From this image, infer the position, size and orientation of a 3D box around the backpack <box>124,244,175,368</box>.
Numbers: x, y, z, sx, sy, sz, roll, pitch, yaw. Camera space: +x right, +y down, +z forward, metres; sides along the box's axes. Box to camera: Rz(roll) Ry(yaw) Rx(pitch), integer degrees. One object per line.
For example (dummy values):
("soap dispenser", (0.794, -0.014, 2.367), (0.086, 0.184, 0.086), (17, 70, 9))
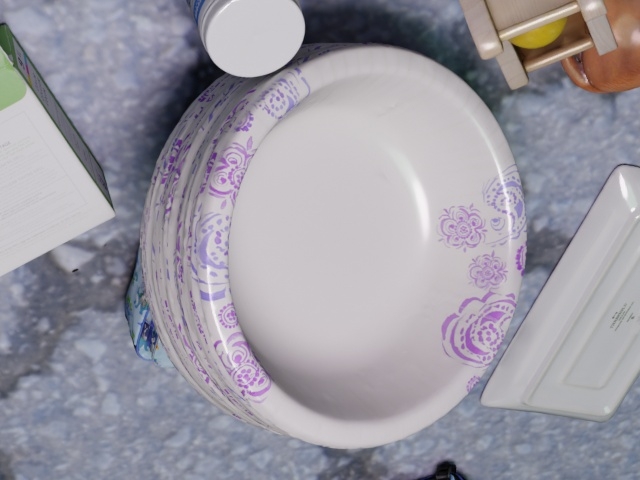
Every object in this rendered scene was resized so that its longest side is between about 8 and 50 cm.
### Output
("backpack", (-0.091, 0.041, 1.424), (0.105, 0.084, 0.114), (-1, 126, -21))

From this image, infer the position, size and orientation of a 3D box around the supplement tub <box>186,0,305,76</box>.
("supplement tub", (-0.056, -0.167, 1.247), (0.071, 0.107, 0.071), (-9, 130, -11))

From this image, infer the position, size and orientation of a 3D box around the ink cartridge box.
("ink cartridge box", (-0.240, -0.077, 1.289), (0.109, 0.062, 0.209), (-27, 131, 4))

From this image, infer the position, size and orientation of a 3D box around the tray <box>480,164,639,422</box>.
("tray", (0.257, 0.060, 1.596), (0.145, 0.030, 0.270), (10, 124, -27))

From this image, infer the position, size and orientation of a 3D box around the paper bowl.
("paper bowl", (0.000, 0.000, 1.331), (0.284, 0.148, 0.284), (-3, 95, -34))

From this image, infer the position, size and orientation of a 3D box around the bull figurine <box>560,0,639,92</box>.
("bull figurine", (0.309, -0.217, 1.340), (0.310, 0.101, 0.188), (-28, 128, 2))

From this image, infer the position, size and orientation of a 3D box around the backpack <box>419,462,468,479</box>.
("backpack", (0.089, 0.307, 1.646), (0.158, 0.173, 0.117), (-19, 132, -5))

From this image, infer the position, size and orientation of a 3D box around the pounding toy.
("pounding toy", (0.098, -0.160, 1.180), (0.154, 0.269, 0.154), (-21, 104, 10))
